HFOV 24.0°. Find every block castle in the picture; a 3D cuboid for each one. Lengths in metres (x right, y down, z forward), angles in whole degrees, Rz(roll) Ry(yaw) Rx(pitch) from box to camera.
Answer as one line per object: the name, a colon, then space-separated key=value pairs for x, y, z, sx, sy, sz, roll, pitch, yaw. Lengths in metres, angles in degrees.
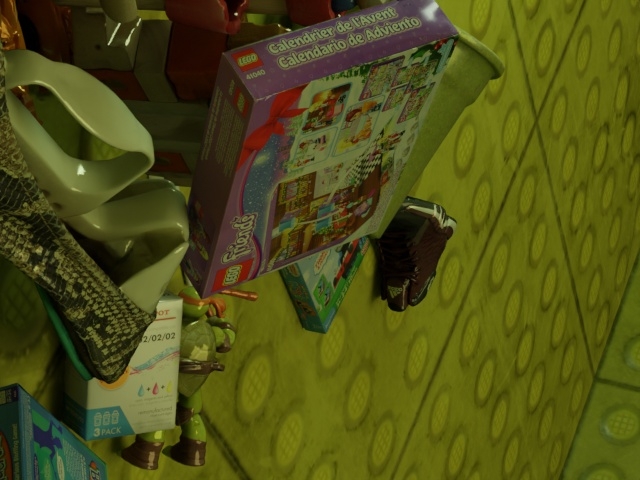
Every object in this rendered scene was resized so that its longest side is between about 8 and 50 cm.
block castle: x=-0.069 y=-0.236 z=1.412 sx=0.453 sy=0.213 sz=0.303 roll=68 pitch=30 yaw=-66

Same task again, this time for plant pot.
plant pot: x=0.042 y=-0.149 z=1.800 sx=0.254 sy=0.276 sz=0.276 roll=-65 pitch=154 yaw=-2

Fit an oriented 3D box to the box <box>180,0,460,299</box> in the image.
box: x=-0.010 y=-0.078 z=1.317 sx=0.201 sy=0.057 sz=0.293 roll=-21 pitch=153 yaw=-27

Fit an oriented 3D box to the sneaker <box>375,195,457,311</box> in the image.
sneaker: x=0.123 y=0.022 z=2.200 sx=0.281 sy=0.106 sz=0.162 roll=23 pitch=83 yaw=-66

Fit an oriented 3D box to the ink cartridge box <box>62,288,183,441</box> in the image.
ink cartridge box: x=-0.202 y=0.105 z=1.536 sx=0.104 sy=0.061 sz=0.181 roll=-5 pitch=107 yaw=-33

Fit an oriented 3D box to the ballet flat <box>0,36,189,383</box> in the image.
ballet flat: x=-0.211 y=-0.028 z=1.257 sx=0.164 sy=0.182 sz=0.483 roll=64 pitch=2 yaw=35

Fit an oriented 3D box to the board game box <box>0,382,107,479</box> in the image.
board game box: x=-0.263 y=0.255 z=1.455 sx=0.210 sy=0.047 sz=0.160 roll=60 pitch=17 yaw=-55

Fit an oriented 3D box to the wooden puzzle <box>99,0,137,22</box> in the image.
wooden puzzle: x=-0.177 y=-0.310 z=1.105 sx=0.221 sy=0.044 sz=0.238 roll=91 pitch=-18 yaw=-70

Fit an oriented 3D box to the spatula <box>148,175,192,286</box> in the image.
spatula: x=-0.137 y=-0.074 z=1.704 sx=0.168 sy=0.019 sz=0.242 roll=-55 pitch=150 yaw=-43

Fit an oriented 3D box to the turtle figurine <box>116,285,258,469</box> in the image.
turtle figurine: x=-0.147 y=0.142 z=1.679 sx=0.269 sy=0.087 sz=0.217 roll=-1 pitch=102 yaw=-61

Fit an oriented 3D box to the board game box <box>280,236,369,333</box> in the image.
board game box: x=0.000 y=0.000 z=1.999 sx=0.160 sy=0.039 sz=0.211 roll=-63 pitch=150 yaw=-29

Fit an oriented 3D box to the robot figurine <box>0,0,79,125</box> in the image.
robot figurine: x=-0.258 y=-0.248 z=1.279 sx=0.211 sy=0.085 sz=0.291 roll=-44 pitch=139 yaw=-53
